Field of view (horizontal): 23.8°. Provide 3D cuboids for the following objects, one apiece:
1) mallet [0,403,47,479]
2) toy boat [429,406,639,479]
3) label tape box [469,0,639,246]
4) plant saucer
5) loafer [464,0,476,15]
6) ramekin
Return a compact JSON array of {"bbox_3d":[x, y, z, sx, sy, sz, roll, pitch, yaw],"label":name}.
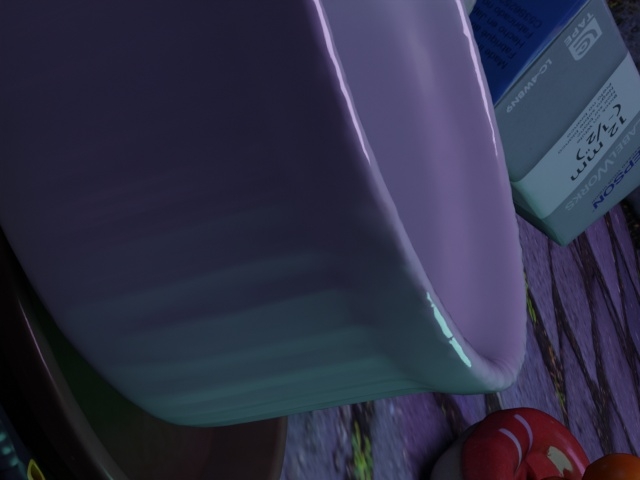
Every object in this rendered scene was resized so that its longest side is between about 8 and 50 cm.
[{"bbox_3d":[-0.130,0.025,0.476,0.062,0.039,0.189,-77,151,-60],"label":"mallet"},{"bbox_3d":[0.177,0.197,1.118,0.231,0.151,0.151,-16,90,-74],"label":"toy boat"},{"bbox_3d":[0.088,-0.117,0.998,0.249,0.115,0.348,40,-1,26],"label":"label tape box"},{"bbox_3d":[-0.085,-0.002,0.640,0.278,0.041,0.278,-17,90,-75],"label":"plant saucer"},{"bbox_3d":[-0.042,-0.219,0.789,0.111,0.112,0.319,-14,59,-47],"label":"loafer"},{"bbox_3d":[-0.025,-0.061,0.585,0.277,0.135,0.277,-16,90,-73],"label":"ramekin"}]
